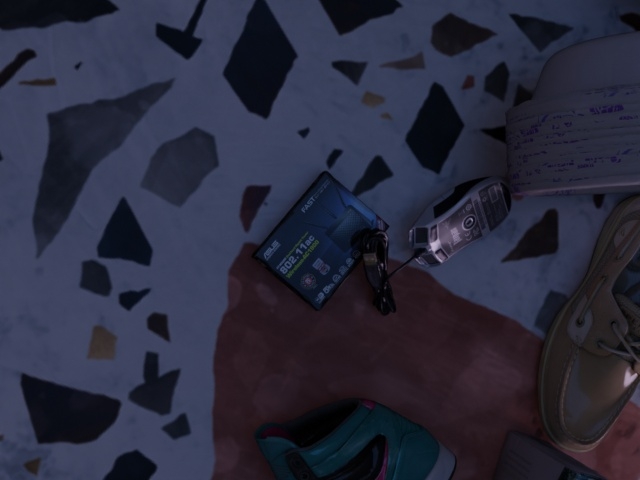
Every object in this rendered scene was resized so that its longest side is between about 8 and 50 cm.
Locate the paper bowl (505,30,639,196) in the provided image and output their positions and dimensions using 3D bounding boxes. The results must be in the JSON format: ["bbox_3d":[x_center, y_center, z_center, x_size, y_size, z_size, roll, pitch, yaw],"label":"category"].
[{"bbox_3d":[0.326,-0.123,1.029,0.284,0.284,0.148,-4,90,-9],"label":"paper bowl"}]

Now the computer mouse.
[{"bbox_3d":[0.124,-0.008,1.113,0.193,0.042,0.106,-33,127,-14],"label":"computer mouse"}]

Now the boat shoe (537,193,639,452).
[{"bbox_3d":[0.327,0.089,1.123,0.109,0.098,0.302,24,87,-8],"label":"boat shoe"}]

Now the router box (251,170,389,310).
[{"bbox_3d":[0.000,0.000,1.102,0.092,0.038,0.122,40,84,-7],"label":"router box"}]

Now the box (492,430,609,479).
[{"bbox_3d":[0.193,0.367,1.037,0.059,0.232,0.321,18,87,-4],"label":"box"}]

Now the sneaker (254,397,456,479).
[{"bbox_3d":[-0.016,0.274,1.057,0.178,0.124,0.295,45,78,-10],"label":"sneaker"}]
